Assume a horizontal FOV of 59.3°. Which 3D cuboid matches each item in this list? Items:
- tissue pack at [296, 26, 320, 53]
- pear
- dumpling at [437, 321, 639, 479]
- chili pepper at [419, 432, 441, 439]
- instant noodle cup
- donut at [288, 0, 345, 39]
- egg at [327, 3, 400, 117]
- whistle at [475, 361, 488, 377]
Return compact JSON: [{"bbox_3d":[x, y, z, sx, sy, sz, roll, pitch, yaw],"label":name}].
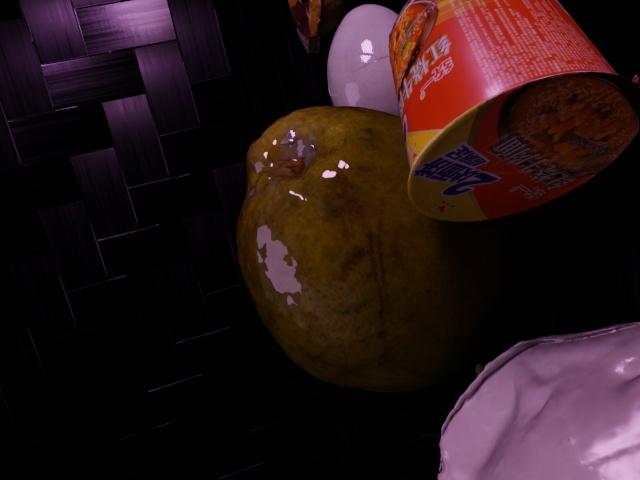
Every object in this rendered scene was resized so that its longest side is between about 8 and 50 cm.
[{"bbox_3d":[-0.028,-0.476,1.279,0.063,0.035,0.083,95,155,-57],"label":"tissue pack"},{"bbox_3d":[0.079,0.016,0.731,0.413,0.352,0.352,43,-174,-32],"label":"pear"},{"bbox_3d":[0.260,0.198,0.479,0.341,0.181,0.260,133,137,-57],"label":"dumpling"},{"bbox_3d":[0.270,0.420,1.005,0.204,0.073,0.072,62,148,4],"label":"chili pepper"},{"bbox_3d":[0.164,-0.143,0.536,0.213,0.213,0.174,99,161,-61],"label":"instant noodle cup"},{"bbox_3d":[-0.008,-0.484,1.104,0.184,0.073,0.166,174,82,-76],"label":"donut"},{"bbox_3d":[0.084,-0.242,0.824,0.151,0.151,0.209,144,111,-76],"label":"egg"},{"bbox_3d":[0.280,0.230,0.689,0.294,0.141,0.141,-93,-4,-60],"label":"whistle"}]
